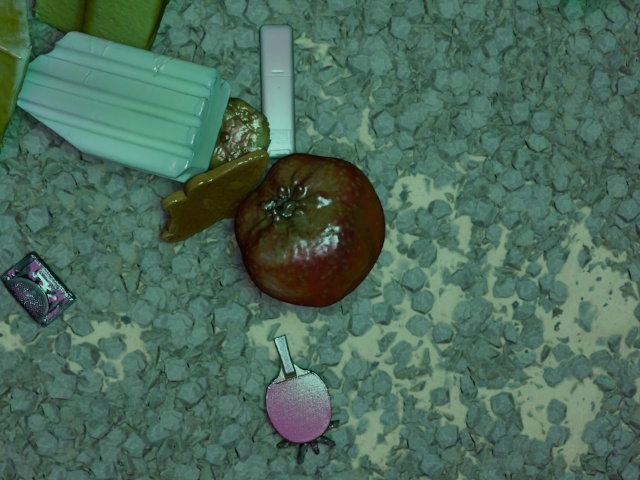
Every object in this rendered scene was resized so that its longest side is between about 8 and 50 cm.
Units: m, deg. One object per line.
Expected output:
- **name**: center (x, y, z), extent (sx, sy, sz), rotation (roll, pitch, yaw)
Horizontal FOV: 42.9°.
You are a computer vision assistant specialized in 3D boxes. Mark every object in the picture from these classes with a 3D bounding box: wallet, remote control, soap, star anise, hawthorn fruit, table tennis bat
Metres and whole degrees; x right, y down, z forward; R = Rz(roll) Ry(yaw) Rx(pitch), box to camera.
- **wallet**: center (-0.545, 0.095, 1.571), extent (0.088, 0.026, 0.129), rotation (-40, 99, -3)
- **remote control**: center (-0.084, -0.292, 1.605), extent (0.067, 0.029, 0.261), rotation (-2, 93, -6)
- **soap**: center (-0.649, -0.322, 1.472), extent (0.169, 0.339, 0.305), rotation (4, 51, -34)
- **star anise**: center (-0.028, 0.391, 1.665), extent (0.141, 0.042, 0.141), rotation (-1, 94, -9)
- **hawthorn fruit**: center (0.000, 0.000, 1.538), extent (0.287, 0.330, 0.287), rotation (-12, 61, 22)
- **soap**: center (-0.361, -0.244, 1.481), extent (0.346, 0.115, 0.208), rotation (16, 88, 7)
- **table tennis bat**: center (-0.053, 0.299, 1.640), extent (0.130, 0.019, 0.221), rotation (-16, 84, -4)

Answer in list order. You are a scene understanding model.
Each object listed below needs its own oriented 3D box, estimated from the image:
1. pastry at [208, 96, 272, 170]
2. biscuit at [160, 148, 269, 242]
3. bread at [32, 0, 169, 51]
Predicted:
- **pastry**: center (-0.168, -0.199, 1.567), extent (0.153, 0.081, 0.153), rotation (0, 91, -3)
- **biscuit**: center (-0.203, -0.085, 1.536), extent (0.280, 0.183, 0.043), rotation (-42, 64, 23)
- **bread**: center (-0.368, -0.478, 1.379), extent (0.233, 0.361, 0.245), rotation (23, 89, -10)
